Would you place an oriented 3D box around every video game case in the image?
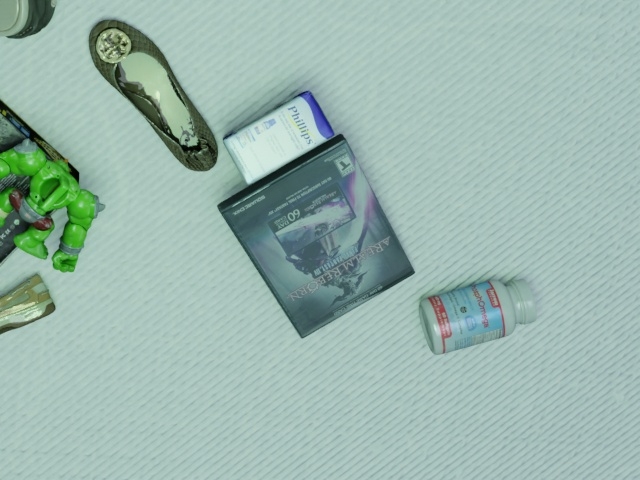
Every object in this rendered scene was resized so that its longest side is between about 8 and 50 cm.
[{"bbox_3d":[0.000,0.000,1.834,0.196,0.026,0.274,-30,128,0],"label":"video game case"}]

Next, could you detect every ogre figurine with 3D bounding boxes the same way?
[{"bbox_3d":[-0.366,-0.050,1.692,0.118,0.097,0.197,-39,98,15],"label":"ogre figurine"}]

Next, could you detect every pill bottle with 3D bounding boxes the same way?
[{"bbox_3d":[0.231,0.108,1.920,0.160,0.087,0.087,-15,108,-5],"label":"pill bottle"}]

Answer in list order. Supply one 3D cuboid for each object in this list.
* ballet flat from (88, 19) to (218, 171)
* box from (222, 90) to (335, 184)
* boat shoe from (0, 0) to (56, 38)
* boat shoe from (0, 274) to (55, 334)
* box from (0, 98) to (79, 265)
[{"bbox_3d":[-0.223,-0.193,1.770,0.084,0.058,0.250,-35,109,1],"label":"ballet flat"},{"bbox_3d":[-0.059,-0.141,1.774,0.137,0.126,0.072,-29,97,-1],"label":"box"},{"bbox_3d":[-0.396,-0.427,1.667,0.112,0.095,0.335,5,103,21],"label":"boat shoe"},{"bbox_3d":[-0.470,0.102,1.818,0.190,0.068,0.072,-23,97,-13],"label":"boat shoe"},{"bbox_3d":[-0.524,-0.057,1.750,0.322,0.079,0.257,-45,107,4],"label":"box"}]
